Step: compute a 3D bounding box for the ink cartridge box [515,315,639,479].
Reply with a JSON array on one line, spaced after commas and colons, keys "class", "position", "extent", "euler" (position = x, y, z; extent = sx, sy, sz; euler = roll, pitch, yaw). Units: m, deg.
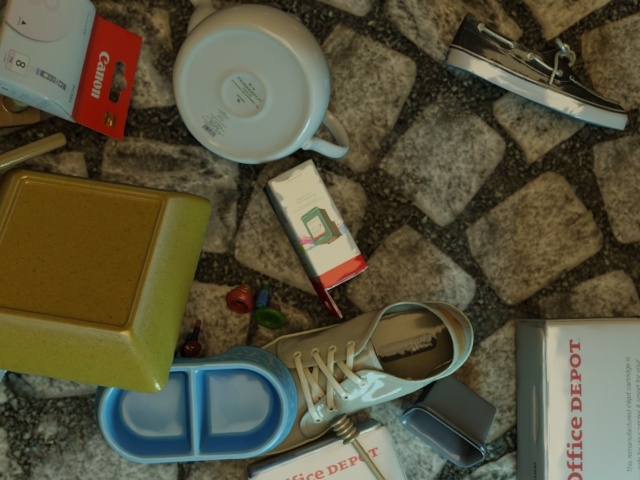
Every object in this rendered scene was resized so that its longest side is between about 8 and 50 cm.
[{"class": "ink cartridge box", "position": [0.511, 0.260, 1.700], "extent": [0.394, 0.166, 0.286], "euler": [0, 87, -7]}]

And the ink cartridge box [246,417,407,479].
[{"class": "ink cartridge box", "position": [0.042, 0.452, 1.661], "extent": [0.226, 0.131, 0.306], "euler": [-19, 87, -8]}]

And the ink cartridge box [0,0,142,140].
[{"class": "ink cartridge box", "position": [-0.367, -0.276, 1.613], "extent": [0.232, 0.066, 0.189], "euler": [20, 68, -31]}]

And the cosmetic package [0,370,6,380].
[{"class": "cosmetic package", "position": [-0.622, 0.146, 1.617], "extent": [0.309, 0.113, 0.160], "euler": [32, 85, -4]}]

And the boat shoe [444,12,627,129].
[{"class": "boat shoe", "position": [0.355, -0.270, 1.735], "extent": [0.306, 0.113, 0.105], "euler": [24, 100, 5]}]

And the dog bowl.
[{"class": "dog bowl", "position": [-0.180, 0.240, 1.569], "extent": [0.297, 0.074, 0.166], "euler": [-2, 91, -2]}]

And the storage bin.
[{"class": "storage bin", "position": [0.204, 0.277, 1.713], "extent": [0.135, 0.098, 0.091], "euler": [37, 57, -3]}]

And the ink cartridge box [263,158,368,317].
[{"class": "ink cartridge box", "position": [0.000, 0.000, 1.675], "extent": [0.078, 0.134, 0.231], "euler": [-28, 91, -7]}]

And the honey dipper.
[{"class": "honey dipper", "position": [0.072, 0.323, 1.596], "extent": [0.030, 0.030, 0.161], "euler": [-37, 93, -6]}]

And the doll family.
[{"class": "doll family", "position": [-0.223, 0.211, 1.654], "extent": [0.076, 0.111, 0.193], "euler": [8, 86, -5]}]

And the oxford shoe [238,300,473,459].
[{"class": "oxford shoe", "position": [0.018, 0.202, 1.655], "extent": [0.449, 0.130, 0.169], "euler": [-21, 82, 1]}]

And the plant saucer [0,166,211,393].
[{"class": "plant saucer", "position": [-0.352, 0.032, 1.571], "extent": [0.332, 0.081, 0.333], "euler": [8, 59, 4]}]

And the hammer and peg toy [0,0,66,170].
[{"class": "hammer and peg toy", "position": [-0.540, -0.228, 1.603], "extent": [0.265, 0.127, 0.362], "euler": [-12, 89, -31]}]

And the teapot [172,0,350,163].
[{"class": "teapot", "position": [-0.088, -0.246, 1.660], "extent": [0.252, 0.187, 0.256], "euler": [2, 114, 13]}]

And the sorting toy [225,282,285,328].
[{"class": "sorting toy", "position": [-0.096, 0.095, 1.708], "extent": [0.102, 0.061, 0.042], "euler": [27, 51, -11]}]
